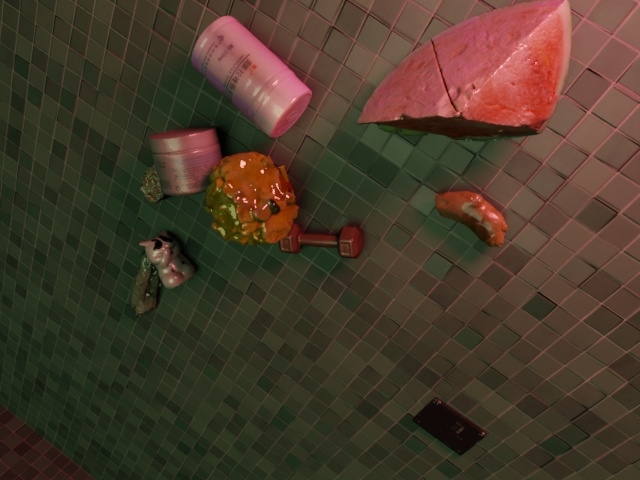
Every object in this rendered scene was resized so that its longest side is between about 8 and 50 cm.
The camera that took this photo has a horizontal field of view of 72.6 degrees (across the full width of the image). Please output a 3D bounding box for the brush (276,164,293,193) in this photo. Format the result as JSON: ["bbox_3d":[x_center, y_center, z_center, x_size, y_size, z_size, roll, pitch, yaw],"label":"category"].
[{"bbox_3d":[-0.094,-0.160,1.175,0.021,0.019,0.083,-12,107,37],"label":"brush"}]

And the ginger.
[{"bbox_3d":[0.352,-0.058,1.007,0.190,0.069,0.095,39,116,4],"label":"ginger"}]

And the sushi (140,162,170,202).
[{"bbox_3d":[-0.469,-0.179,1.286,0.090,0.078,0.150,45,122,-1],"label":"sushi"}]

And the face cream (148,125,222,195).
[{"bbox_3d":[-0.351,-0.215,1.164,0.177,0.177,0.153,3,114,21],"label":"face cream"}]

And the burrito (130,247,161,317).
[{"bbox_3d":[-0.599,0.153,1.495,0.096,0.066,0.309,33,120,12],"label":"burrito"}]

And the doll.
[{"bbox_3d":[-0.480,0.064,1.382,0.107,0.110,0.181,-7,112,47],"label":"doll"}]

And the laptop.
[{"bbox_3d":[0.382,0.557,1.301,0.180,0.016,0.129,35,120,6],"label":"laptop"}]

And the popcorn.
[{"bbox_3d":[-0.170,-0.104,1.097,0.249,0.249,0.225,54,154,-7],"label":"popcorn"}]

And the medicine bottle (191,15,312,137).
[{"bbox_3d":[-0.159,-0.379,1.026,0.254,0.152,0.152,43,121,1],"label":"medicine bottle"}]

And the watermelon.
[{"bbox_3d":[0.298,-0.276,0.872,0.222,0.319,0.292,45,168,-34],"label":"watermelon"}]

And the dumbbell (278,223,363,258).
[{"bbox_3d":[0.000,0.000,1.170,0.230,0.082,0.092,4,115,21],"label":"dumbbell"}]
